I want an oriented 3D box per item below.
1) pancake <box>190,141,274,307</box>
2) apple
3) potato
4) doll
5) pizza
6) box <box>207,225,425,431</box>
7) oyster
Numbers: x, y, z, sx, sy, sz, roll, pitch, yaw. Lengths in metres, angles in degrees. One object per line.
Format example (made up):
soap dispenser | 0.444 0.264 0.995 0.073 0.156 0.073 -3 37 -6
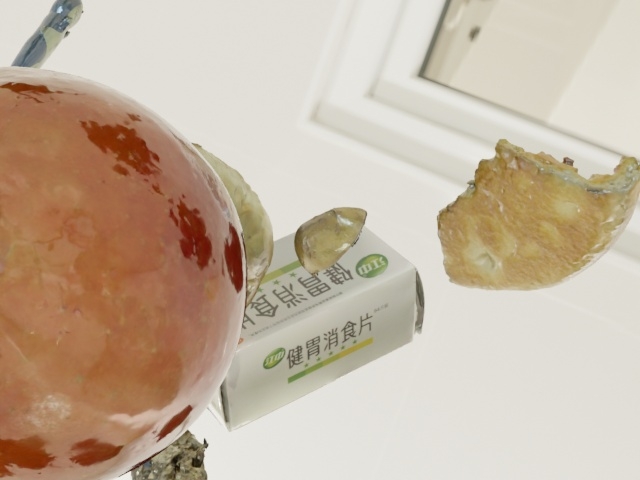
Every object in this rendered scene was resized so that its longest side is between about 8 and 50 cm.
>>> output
pancake | -0.200 0.070 1.153 0.082 0.387 0.387 40 -160 28
apple | -0.147 0.021 0.556 0.201 0.218 0.218 40 177 -40
potato | 0.000 0.001 0.957 0.036 0.093 0.037 29 -133 -21
doll | -0.258 -0.183 1.005 0.027 0.125 0.037 31 156 -7
pizza | 0.185 -0.017 0.961 0.134 0.271 0.056 41 -121 4
box | -0.036 0.104 1.491 0.333 0.145 0.173 -23 -137 -26
oyster | -0.110 0.184 0.769 0.051 0.103 0.148 -2 172 -30
